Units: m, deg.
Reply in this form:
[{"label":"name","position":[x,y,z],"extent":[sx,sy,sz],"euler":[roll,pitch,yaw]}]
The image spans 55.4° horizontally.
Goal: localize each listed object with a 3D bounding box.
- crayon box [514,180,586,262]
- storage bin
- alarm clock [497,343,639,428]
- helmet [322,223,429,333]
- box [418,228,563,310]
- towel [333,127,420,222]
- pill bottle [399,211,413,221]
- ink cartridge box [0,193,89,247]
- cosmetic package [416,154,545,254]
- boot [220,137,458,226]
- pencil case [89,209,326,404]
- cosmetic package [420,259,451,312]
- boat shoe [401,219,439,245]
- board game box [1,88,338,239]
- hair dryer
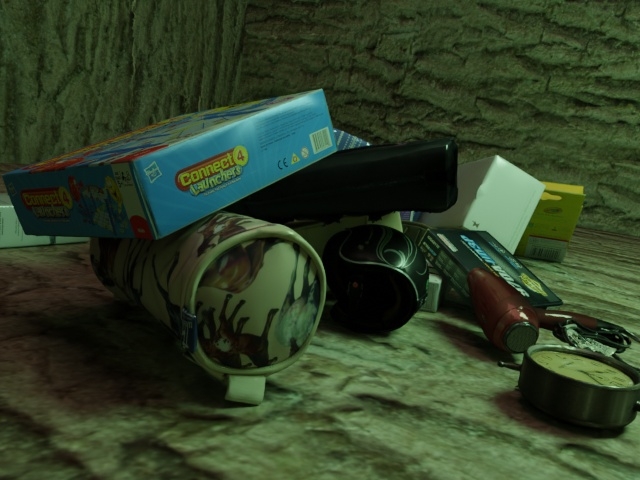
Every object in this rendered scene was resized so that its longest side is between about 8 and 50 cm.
[{"label":"crayon box","position":[0.608,-0.068,1.706],"extent":[0.202,0.081,0.318],"euler":[10,-32,14]},{"label":"storage bin","position":[0.000,0.000,1.158],"extent":[0.261,0.123,0.262],"euler":[-13,14,-11]},{"label":"alarm clock","position":[0.310,0.172,0.691],"extent":[0.129,0.064,0.192],"euler":[-2,10,-42]},{"label":"helmet","position":[0.083,0.052,0.952],"extent":[0.170,0.169,0.161],"euler":[7,25,2]},{"label":"box","position":[0.308,0.063,1.119],"extent":[0.175,0.051,0.220],"euler":[1,37,-36]},{"label":"towel","position":[0.118,-0.138,1.644],"extent":[0.336,0.243,0.040],"euler":[22,18,-9]},{"label":"pill bottle","position":[0.185,-0.059,1.578],"extent":[0.108,0.193,0.108],"euler":[7,9,-1]},{"label":"ink cartridge box","position":[-0.605,-0.045,1.254],"extent":[0.153,0.086,0.208],"euler":[14,11,34]},{"label":"cosmetic package","position":[0.384,-0.082,1.573],"extent":[0.155,0.197,0.365],"euler":[29,-4,-12]},{"label":"boot","position":[0.013,-0.117,1.046],"extent":[0.445,0.146,0.367],"euler":[-9,21,17]},{"label":"pencil case","position":[-0.167,0.045,0.768],"extent":[0.160,0.183,0.410],"euler":[26,-6,-34]},{"label":"cosmetic package","position":[0.199,0.077,1.187],"extent":[0.099,0.060,0.239],"euler":[11,11,17]},{"label":"boat shoe","position":[0.291,0.031,1.428],"extent":[0.307,0.110,0.104],"euler":[21,11,22]},{"label":"board game box","position":[-0.190,-0.101,0.790],"extent":[0.302,0.086,0.308],"euler":[2,24,40]},{"label":"hair dryer","position":[0.334,0.130,0.918],"extent":[0.293,0.080,0.224],"euler":[36,22,34]}]
